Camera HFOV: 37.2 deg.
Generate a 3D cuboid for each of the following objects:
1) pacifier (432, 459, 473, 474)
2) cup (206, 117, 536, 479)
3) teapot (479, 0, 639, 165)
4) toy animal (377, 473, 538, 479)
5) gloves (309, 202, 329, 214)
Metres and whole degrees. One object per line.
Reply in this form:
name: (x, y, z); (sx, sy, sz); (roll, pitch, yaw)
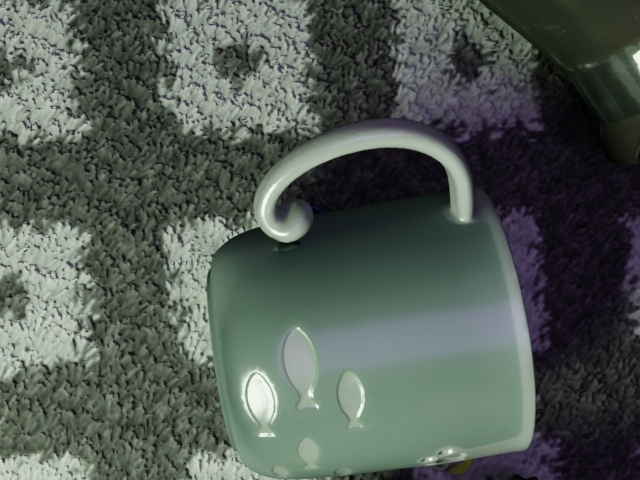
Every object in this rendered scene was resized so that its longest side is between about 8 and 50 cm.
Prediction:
pacifier: (0.140, 0.212, 1.031); (0.064, 0.068, 0.083); (-21, 65, -37)
cup: (0.032, 0.054, 0.893); (0.274, 0.259, 0.357); (-10, 124, -2)
teapot: (0.327, -0.294, 0.974); (0.376, 0.305, 0.362); (-40, 100, -34)
toy animal: (0.098, 0.361, 0.920); (0.309, 0.251, 0.251); (-7, 88, -4)
gloves: (0.000, 0.000, 1.038); (0.086, 0.026, 0.064); (31, 89, -2)
